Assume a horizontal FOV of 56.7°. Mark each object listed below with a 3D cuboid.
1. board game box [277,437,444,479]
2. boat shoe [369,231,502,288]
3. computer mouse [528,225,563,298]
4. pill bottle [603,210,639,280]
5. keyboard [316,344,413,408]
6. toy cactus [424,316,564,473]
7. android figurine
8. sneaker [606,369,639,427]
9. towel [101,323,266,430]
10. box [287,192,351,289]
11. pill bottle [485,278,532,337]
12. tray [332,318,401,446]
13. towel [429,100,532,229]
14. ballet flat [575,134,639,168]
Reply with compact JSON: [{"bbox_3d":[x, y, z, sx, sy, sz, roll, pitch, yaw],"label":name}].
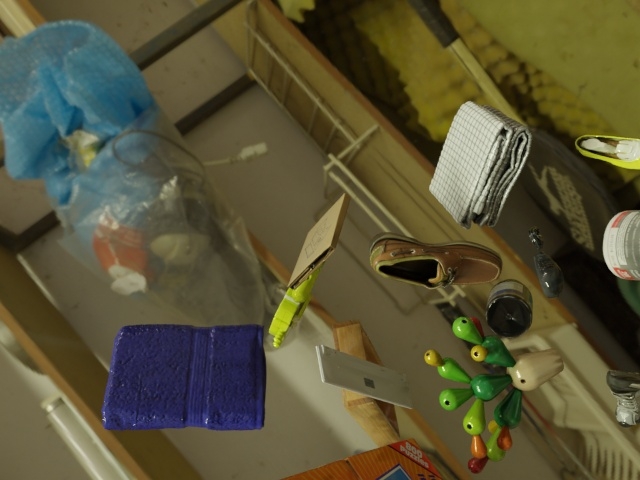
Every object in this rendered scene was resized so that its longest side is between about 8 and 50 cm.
[{"bbox_3d":[0.031,0.540,0.772,0.356,0.356,0.357,8,-144,-50],"label":"board game box"},{"bbox_3d":[0.258,0.064,1.308,0.104,0.307,0.111,-90,7,-59],"label":"boat shoe"},{"bbox_3d":[0.453,0.035,1.188,0.071,0.041,0.242,57,-155,-22],"label":"computer mouse"},{"bbox_3d":[0.773,0.012,1.262,0.161,0.161,0.283,54,160,-16],"label":"pill bottle"},{"bbox_3d":[0.087,0.257,1.102,0.256,0.014,0.072,27,-137,-38],"label":"keyboard"},{"bbox_3d":[0.245,0.198,0.821,0.112,0.180,0.219,169,84,-80],"label":"toy cactus"},{"bbox_3d":[-0.056,0.145,1.520,0.056,0.273,0.248,25,157,3],"label":"android figurine"},{"bbox_3d":[0.738,0.386,1.420,0.228,0.132,0.086,15,-179,-43],"label":"sneaker"},{"bbox_3d":[-0.262,0.275,1.188,0.076,0.307,0.228,100,169,-48],"label":"towel"},{"bbox_3d":[0.000,0.000,1.334,0.021,0.201,0.164,34,128,-12],"label":"box"},{"bbox_3d":[0.533,0.181,1.666,0.123,0.123,0.219,49,-157,4],"label":"pill bottle"},{"bbox_3d":[0.123,0.378,1.515,0.411,0.076,0.203,64,-165,-56],"label":"tray"},{"bbox_3d":[0.412,-0.192,1.529,0.235,0.121,0.284,-114,35,-59],"label":"towel"},{"bbox_3d":[0.771,-0.236,1.545,0.077,0.077,0.231,13,-173,-39],"label":"ballet flat"}]
